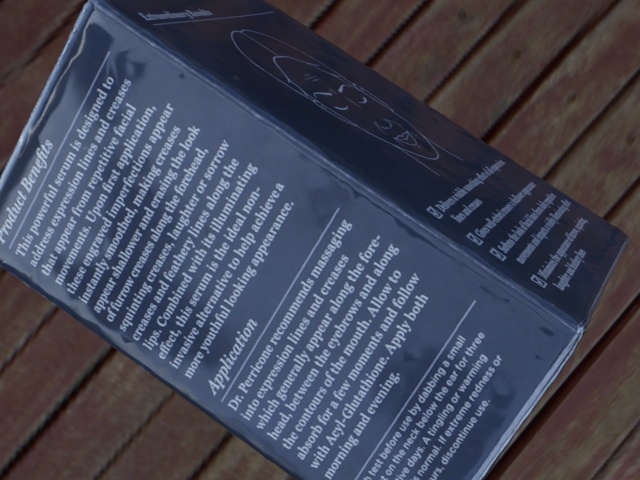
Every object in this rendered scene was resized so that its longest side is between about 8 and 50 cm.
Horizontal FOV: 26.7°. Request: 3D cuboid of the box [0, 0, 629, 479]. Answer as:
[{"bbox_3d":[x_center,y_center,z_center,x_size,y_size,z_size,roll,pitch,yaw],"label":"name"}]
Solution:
[{"bbox_3d":[0.000,0.000,1.022,0.395,0.293,0.212,35,110,9],"label":"box"}]
